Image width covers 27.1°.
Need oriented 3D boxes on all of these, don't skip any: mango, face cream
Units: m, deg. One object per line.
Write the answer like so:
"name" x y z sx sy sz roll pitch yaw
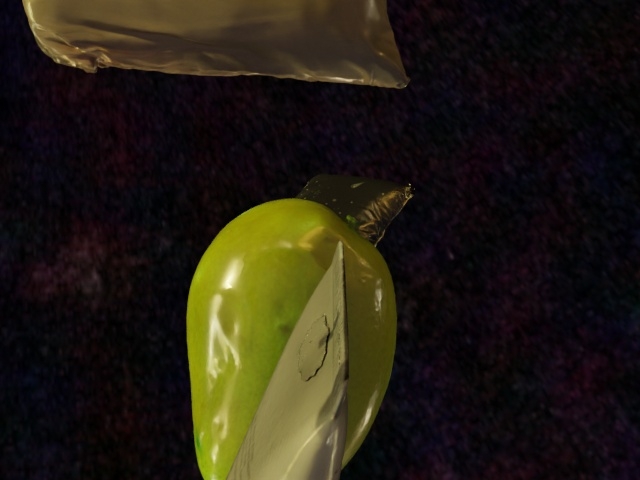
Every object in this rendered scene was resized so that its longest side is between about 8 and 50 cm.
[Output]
"mango" -0.024 0.099 1.180 0.185 0.149 0.273 1 83 -22
"face cream" -0.027 0.160 0.859 0.089 0.143 0.314 11 126 -6

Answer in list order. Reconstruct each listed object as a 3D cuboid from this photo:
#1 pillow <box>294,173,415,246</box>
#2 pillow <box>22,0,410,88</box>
"pillow" 0.000 0.000 1.445 0.141 0.208 0.055 12 137 25
"pillow" -0.071 -0.192 0.894 0.270 0.067 0.173 1 82 -17
